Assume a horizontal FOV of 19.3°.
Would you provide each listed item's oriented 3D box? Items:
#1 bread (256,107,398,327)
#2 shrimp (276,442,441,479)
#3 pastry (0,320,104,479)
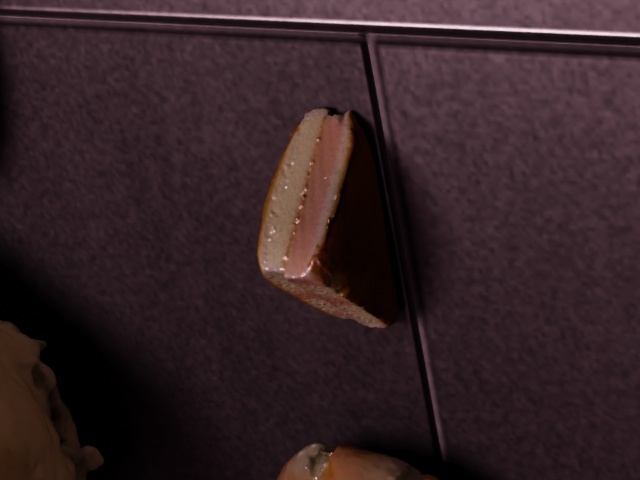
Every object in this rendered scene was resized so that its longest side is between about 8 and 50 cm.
[{"bbox_3d":[0.000,0.000,0.846,0.043,0.062,0.109,7,118,34],"label":"bread"},{"bbox_3d":[0.081,0.201,0.917,0.267,0.061,0.145,35,141,8],"label":"shrimp"},{"bbox_3d":[-0.241,0.131,1.027,0.256,0.170,0.237,-46,60,26],"label":"pastry"}]
